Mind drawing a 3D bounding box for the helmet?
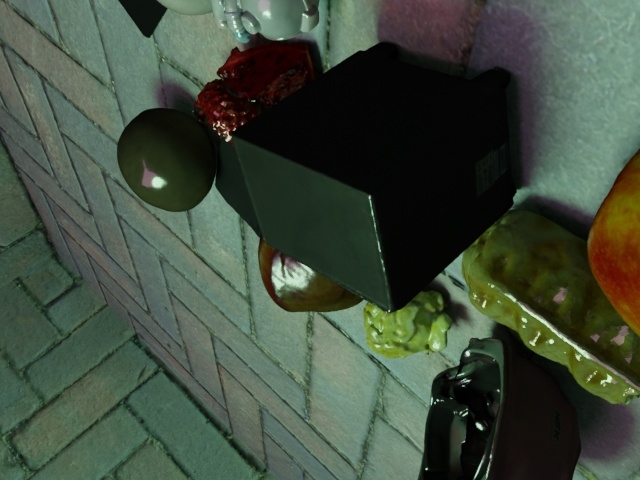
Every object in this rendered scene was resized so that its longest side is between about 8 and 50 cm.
[{"bbox_3d":[0.274,0.300,1.044,0.197,0.271,0.338,20,148,-6],"label":"helmet"}]

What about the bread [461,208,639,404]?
[{"bbox_3d":[0.290,0.070,0.840,0.268,0.130,0.152,37,114,28],"label":"bread"}]

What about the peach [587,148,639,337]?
[{"bbox_3d":[0.341,0.007,0.574,0.231,0.231,0.231,38,151,25],"label":"peach"}]

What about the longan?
[{"bbox_3d":[-0.307,-0.165,1.413,0.220,0.197,0.196,61,156,14],"label":"longan"}]

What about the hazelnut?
[{"bbox_3d":[0.000,0.000,1.146,0.229,0.229,0.229,38,151,25],"label":"hazelnut"}]

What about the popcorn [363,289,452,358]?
[{"bbox_3d":[0.136,0.137,1.163,0.162,0.135,0.141,42,145,23],"label":"popcorn"}]

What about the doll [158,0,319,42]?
[{"bbox_3d":[-0.115,-0.349,0.936,0.287,0.151,0.151,30,147,29],"label":"doll"}]

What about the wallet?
[{"bbox_3d":[-0.095,-0.057,1.389,0.323,0.041,0.247,48,152,12],"label":"wallet"}]

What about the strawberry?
[{"bbox_3d":[-0.141,-0.209,1.185,0.145,0.086,0.145,37,-172,-6],"label":"strawberry"}]

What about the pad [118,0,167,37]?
[{"bbox_3d":[-0.375,-0.509,1.290,0.267,0.004,0.181,55,153,-9],"label":"pad"}]

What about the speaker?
[{"bbox_3d":[0.072,-0.086,0.839,0.232,0.254,0.184,27,145,39],"label":"speaker"}]

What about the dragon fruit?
[{"bbox_3d":[-0.089,-0.232,1.072,0.192,0.122,0.092,21,156,42],"label":"dragon fruit"}]
